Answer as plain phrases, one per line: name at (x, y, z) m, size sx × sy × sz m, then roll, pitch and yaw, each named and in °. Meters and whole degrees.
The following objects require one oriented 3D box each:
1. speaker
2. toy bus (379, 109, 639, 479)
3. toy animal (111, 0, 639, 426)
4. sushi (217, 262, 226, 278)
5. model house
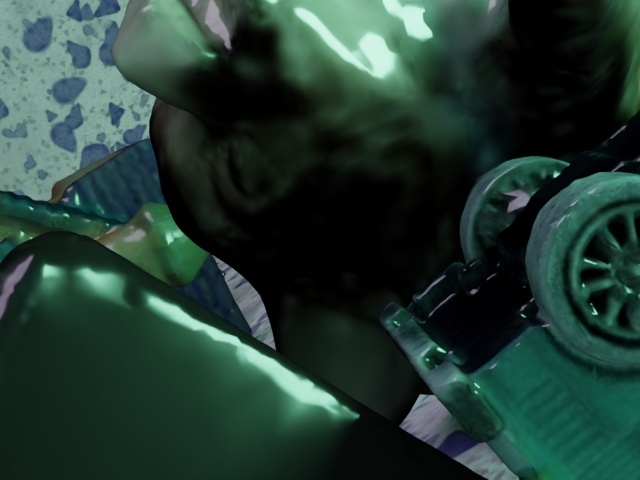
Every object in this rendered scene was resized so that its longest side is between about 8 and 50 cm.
speaker at (-0.079, 0.129, 0.526) m, size 0.184 × 0.180 × 0.388 m, roll -60°, pitch 7°, yaw -14°
toy bus at (0.155, -0.009, 0.432) m, size 0.256 × 0.147 × 0.128 m, roll -40°, pitch 9°, yaw 0°
toy animal at (0.056, -0.038, 0.630) m, size 0.344 × 0.194 × 0.302 m, roll 8°, pitch -49°, yaw -44°
sushi at (-0.184, 0.096, 1.481) m, size 0.226 × 0.103 × 0.097 m, roll -33°, pitch 34°, yaw -7°
model house at (-0.188, 0.059, 1.239) m, size 0.280 × 0.245 × 0.312 m, roll -28°, pitch 7°, yaw -10°
